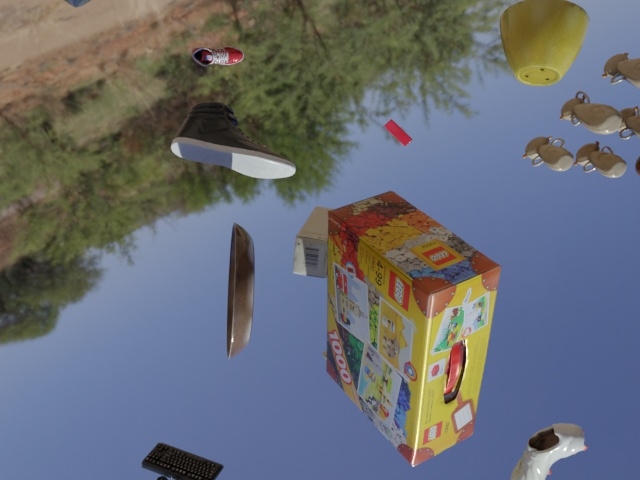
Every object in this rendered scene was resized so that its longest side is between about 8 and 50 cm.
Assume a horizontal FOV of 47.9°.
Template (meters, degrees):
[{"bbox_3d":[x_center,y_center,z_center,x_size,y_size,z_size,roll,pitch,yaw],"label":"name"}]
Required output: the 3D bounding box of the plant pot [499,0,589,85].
[{"bbox_3d":[0.340,-0.296,1.114,0.134,0.095,0.134,10,168,2],"label":"plant pot"}]

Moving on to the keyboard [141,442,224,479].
[{"bbox_3d":[-0.325,0.527,1.662,0.180,0.023,0.108,12,-144,20],"label":"keyboard"}]

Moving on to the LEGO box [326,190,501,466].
[{"bbox_3d":[0.189,0.196,1.663,0.193,0.500,0.372,-19,-142,-26],"label":"LEGO box"}]

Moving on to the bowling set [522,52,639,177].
[{"bbox_3d":[0.539,-0.190,1.355,0.287,0.200,0.154,-40,-156,5],"label":"bowling set"}]

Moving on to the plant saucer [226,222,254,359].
[{"bbox_3d":[-0.182,0.114,1.641,0.050,0.310,0.310,2,-171,-9],"label":"plant saucer"}]

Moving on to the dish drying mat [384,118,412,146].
[{"bbox_3d":[0.216,-0.300,2.006,0.032,0.083,0.008,-42,-169,32],"label":"dish drying mat"}]

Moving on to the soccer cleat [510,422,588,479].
[{"bbox_3d":[0.383,0.377,1.267,0.068,0.076,0.196,-89,-156,-48],"label":"soccer cleat"}]

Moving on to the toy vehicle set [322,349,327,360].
[{"bbox_3d":[0.158,0.341,2.219,0.267,0.166,0.035,-33,-159,-8],"label":"toy vehicle set"}]

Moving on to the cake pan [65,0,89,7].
[{"bbox_3d":[-0.522,-0.669,1.732,0.293,0.054,0.293,-41,-164,15],"label":"cake pan"}]

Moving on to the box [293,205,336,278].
[{"bbox_3d":[0.000,0.000,1.976,0.094,0.113,0.275,9,-158,8],"label":"box"}]

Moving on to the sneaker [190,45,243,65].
[{"bbox_3d":[-0.229,-0.408,1.599,0.118,0.042,0.067,-1,-160,-7],"label":"sneaker"}]

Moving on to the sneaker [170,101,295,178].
[{"bbox_3d":[-0.193,-0.245,1.716,0.104,0.296,0.146,119,-18,-64],"label":"sneaker"}]
